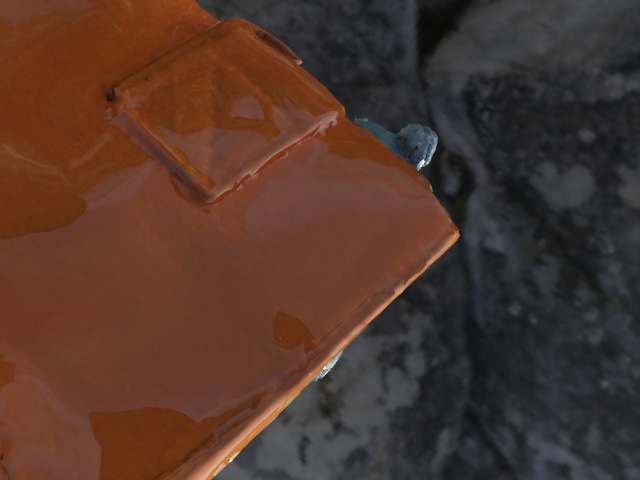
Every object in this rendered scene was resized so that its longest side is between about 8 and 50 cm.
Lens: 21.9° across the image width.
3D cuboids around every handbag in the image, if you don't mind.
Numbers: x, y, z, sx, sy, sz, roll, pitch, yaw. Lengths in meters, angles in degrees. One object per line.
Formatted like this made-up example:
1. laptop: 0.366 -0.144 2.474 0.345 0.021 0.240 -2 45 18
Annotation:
1. handbag: -0.175 -0.063 0.617 0.303 0.410 0.116 -41 174 -41

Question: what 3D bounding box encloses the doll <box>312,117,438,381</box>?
1. doll: -0.002 -0.004 1.002 0.075 0.120 0.179 52 49 -36
